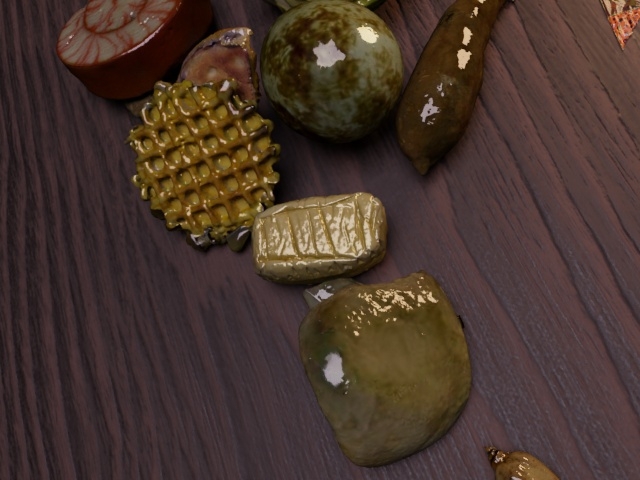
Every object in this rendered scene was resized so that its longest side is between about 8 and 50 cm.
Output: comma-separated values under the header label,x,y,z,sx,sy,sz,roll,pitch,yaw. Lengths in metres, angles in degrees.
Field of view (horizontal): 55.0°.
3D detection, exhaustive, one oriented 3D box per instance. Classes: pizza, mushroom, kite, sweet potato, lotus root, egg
label,x,y,z,sx,sy,sz,roll,pitch,yaw
pizza,-0.188,-0.271,1.132,0.161,0.305,0.085,43,46,-4
mushroom,0.099,0.160,0.913,0.217,0.212,0.292,-25,60,16
kite,0.534,-0.443,1.083,0.125,0.008,0.222,32,83,26
sweet potato,0.233,-0.308,1.068,0.131,0.130,0.422,19,74,22
lotus root,0.290,0.341,0.857,0.152,0.063,0.072,37,67,24
egg,0.010,-0.297,1.069,0.238,0.238,0.289,-49,48,-3

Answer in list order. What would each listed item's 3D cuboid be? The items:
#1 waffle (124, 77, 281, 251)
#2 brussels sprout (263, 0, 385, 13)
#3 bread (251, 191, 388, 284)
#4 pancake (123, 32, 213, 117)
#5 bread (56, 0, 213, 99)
label,x,y,z,sx,sy,sz,roll,pitch,yaw
waffle,-0.208,-0.132,1.102,0.329,0.062,0.329,6,111,16
brussels sprout,0.007,-0.565,1.141,0.344,0.268,0.344,-4,74,12
bread,0.000,0.000,1.038,0.236,0.106,0.140,-9,71,14
pancake,-0.305,-0.343,1.281,0.236,0.042,0.222,-41,57,-4
bread,-0.381,-0.441,1.277,0.328,0.114,0.295,-42,51,-4
